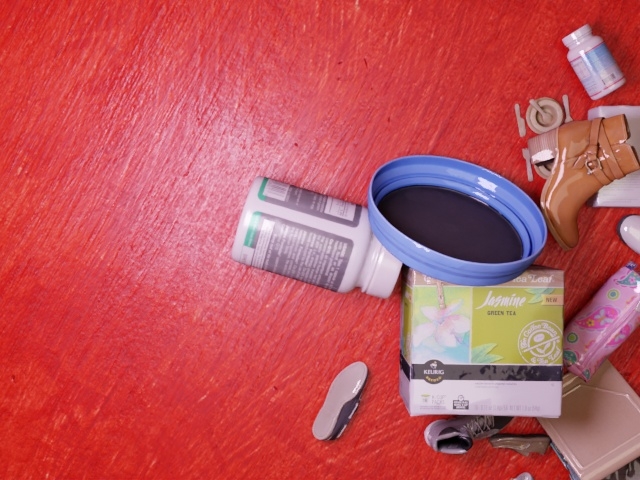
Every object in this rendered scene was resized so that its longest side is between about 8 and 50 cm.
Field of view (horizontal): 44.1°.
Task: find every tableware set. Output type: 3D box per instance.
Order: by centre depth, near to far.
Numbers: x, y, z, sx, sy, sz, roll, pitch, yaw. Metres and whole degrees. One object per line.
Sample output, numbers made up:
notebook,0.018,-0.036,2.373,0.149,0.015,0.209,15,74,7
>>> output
tableware set,0.534,-0.237,1.838,0.128,0.039,0.194,-11,93,0

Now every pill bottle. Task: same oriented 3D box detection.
pill bottle,0.000,0.000,1.760,0.361,0.204,0.204,17,93,-2
pill bottle,0.621,-0.408,1.806,0.087,0.087,0.160,-31,93,1

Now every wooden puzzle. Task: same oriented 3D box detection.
wooden puzzle,0.636,0.413,1.833,0.221,0.044,0.238,-32,57,1

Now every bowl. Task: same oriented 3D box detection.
bowl,0.285,-0.046,1.695,0.391,0.391,0.077,13,126,-2

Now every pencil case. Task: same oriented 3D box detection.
pencil case,0.661,0.189,1.827,0.124,0.124,0.284,42,93,-3

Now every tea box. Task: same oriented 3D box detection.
tea box,0.351,0.213,1.770,0.329,0.220,0.323,0,91,0

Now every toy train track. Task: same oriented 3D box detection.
toy train track,0.249,0.101,1.650,0.048,0.014,0.083,-8,92,1

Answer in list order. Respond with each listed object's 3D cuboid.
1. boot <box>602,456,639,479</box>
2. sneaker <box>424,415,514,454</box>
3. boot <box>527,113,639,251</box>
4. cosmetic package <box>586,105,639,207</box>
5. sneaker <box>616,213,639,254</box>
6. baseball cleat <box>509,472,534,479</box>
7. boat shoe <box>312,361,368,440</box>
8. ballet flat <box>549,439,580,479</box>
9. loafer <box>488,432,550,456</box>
boot,0.743,0.495,1.853,0.223,0.118,0.338,20,88,3
sneaker,0.359,0.442,1.828,0.229,0.132,0.086,-23,94,1
boot,0.601,-0.131,1.757,0.220,0.109,0.283,-14,84,28
cosmetic package,0.683,-0.191,1.823,0.118,0.085,0.231,1,92,-1
sneaker,0.815,0.031,1.806,0.270,0.145,0.090,38,92,-3
baseball cleat,0.475,0.653,1.885,0.110,0.072,0.205,25,97,-16
boat shoe,0.057,0.381,1.867,0.065,0.075,0.206,34,86,-46
ballet flat,0.599,0.527,1.825,0.070,0.070,0.188,-25,53,0
loafer,0.472,0.485,1.871,0.148,0.056,0.050,0,87,-1
